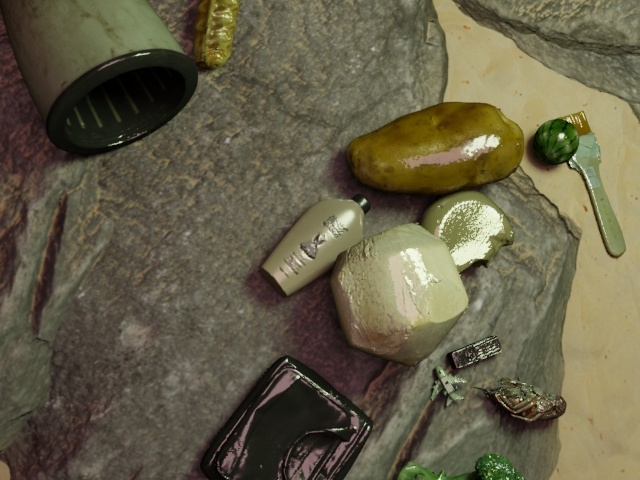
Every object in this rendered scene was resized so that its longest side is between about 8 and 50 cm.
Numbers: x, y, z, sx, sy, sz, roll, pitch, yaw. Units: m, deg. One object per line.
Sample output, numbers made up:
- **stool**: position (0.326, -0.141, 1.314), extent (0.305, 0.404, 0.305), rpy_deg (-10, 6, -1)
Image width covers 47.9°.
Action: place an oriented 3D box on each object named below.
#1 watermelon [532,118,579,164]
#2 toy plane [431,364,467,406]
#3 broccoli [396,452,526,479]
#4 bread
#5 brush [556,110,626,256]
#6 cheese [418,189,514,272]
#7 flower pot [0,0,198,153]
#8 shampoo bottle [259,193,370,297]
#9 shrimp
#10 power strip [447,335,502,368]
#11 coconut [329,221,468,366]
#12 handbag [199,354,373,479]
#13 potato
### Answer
- **watermelon**: position (0.512, -0.216, 1.558), extent (0.108, 0.109, 0.109), rpy_deg (2, 77, -9)
- **toy plane**: position (0.251, 0.287, 1.435), extent (0.080, 0.033, 0.083), rpy_deg (-27, 83, 0)
- **broccoli**: position (0.259, 0.502, 1.300), extent (0.270, 0.270, 0.270), rpy_deg (23, 71, 33)
- **bread**: position (-0.207, -0.533, 1.516), extent (0.077, 0.084, 0.368), rpy_deg (22, 71, -49)
- **brush**: position (0.608, -0.125, 1.594), extent (0.085, 0.020, 0.337), rpy_deg (-14, 81, -13)
- **cheese**: position (0.279, -0.003, 1.475), extent (0.202, 0.091, 0.175), rpy_deg (-42, 88, -14)
- **flower pot**: position (-0.433, -0.372, 1.336), extent (0.293, 0.293, 0.330), rpy_deg (-29, 79, -15)
- **shampoo bottle**: position (0.000, 0.000, 1.431), extent (0.257, 0.078, 0.127), rpy_deg (-43, 87, -17)
- **shrimp**: position (0.398, 0.316, 1.438), extent (0.190, 0.075, 0.073), rpy_deg (16, 108, 4)
- **power strip**: position (0.313, 0.227, 1.460), extent (0.111, 0.029, 0.038), rpy_deg (-19, 82, -14)
- **coconut**: position (0.148, 0.109, 1.344), extent (0.244, 0.245, 0.247), rpy_deg (-19, 80, -13)
- **handbag**: position (-0.057, 0.381, 1.338), extent (0.244, 0.088, 0.275), rpy_deg (39, 73, -4)
- **potato**: position (0.238, -0.188, 1.472), extent (0.369, 0.176, 0.196), rpy_deg (-11, 85, -7)
